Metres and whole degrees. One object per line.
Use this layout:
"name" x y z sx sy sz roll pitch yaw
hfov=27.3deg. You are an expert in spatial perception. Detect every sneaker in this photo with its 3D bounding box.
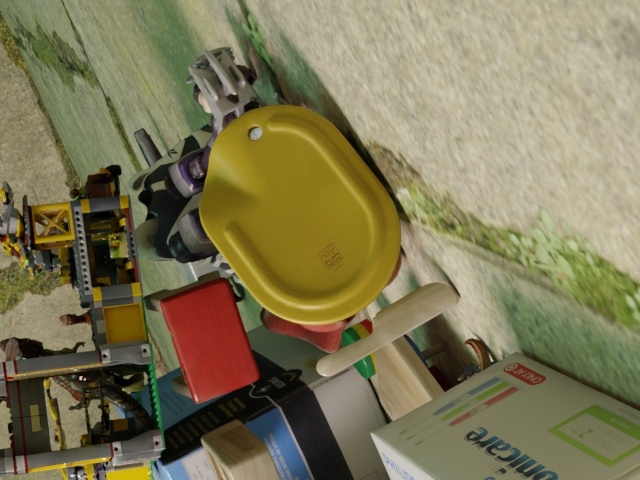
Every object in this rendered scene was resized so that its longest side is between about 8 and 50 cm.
"sneaker" -0.120 0.009 1.368 0.094 0.153 0.235 41 154 62

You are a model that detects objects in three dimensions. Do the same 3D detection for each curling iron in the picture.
"curling iron" -0.173 -0.029 1.755 0.274 0.035 0.068 63 163 -2

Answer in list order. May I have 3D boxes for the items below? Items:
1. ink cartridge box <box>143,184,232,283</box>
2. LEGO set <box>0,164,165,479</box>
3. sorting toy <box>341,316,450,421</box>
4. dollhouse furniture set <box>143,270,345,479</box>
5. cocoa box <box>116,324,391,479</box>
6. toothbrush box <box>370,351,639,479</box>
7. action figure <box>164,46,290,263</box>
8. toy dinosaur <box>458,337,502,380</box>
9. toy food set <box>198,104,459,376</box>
"ink cartridge box" -0.131 -0.033 1.463 0.143 0.092 0.090 68 167 -14
"LEGO set" -0.265 0.102 1.241 0.255 0.192 0.331 154 109 -76
"sorting toy" 0.100 0.138 1.018 0.274 0.046 0.132 54 164 34
"dollhouse furniture set" 0.001 0.196 1.209 0.152 0.201 0.374 -161 52 -72
"cocoa box" -0.063 0.254 1.460 0.231 0.228 0.347 66 166 -11
"toothbrush box" 0.165 0.236 0.800 0.283 0.122 0.206 66 166 -15
"action figure" -0.071 -0.072 1.166 0.185 0.099 0.285 69 156 6
"toy dinosaur" 0.134 0.119 0.918 0.082 0.047 0.090 59 -158 -24
"toy food set" 0.000 0.000 1.002 0.218 0.128 0.071 54 -175 17
